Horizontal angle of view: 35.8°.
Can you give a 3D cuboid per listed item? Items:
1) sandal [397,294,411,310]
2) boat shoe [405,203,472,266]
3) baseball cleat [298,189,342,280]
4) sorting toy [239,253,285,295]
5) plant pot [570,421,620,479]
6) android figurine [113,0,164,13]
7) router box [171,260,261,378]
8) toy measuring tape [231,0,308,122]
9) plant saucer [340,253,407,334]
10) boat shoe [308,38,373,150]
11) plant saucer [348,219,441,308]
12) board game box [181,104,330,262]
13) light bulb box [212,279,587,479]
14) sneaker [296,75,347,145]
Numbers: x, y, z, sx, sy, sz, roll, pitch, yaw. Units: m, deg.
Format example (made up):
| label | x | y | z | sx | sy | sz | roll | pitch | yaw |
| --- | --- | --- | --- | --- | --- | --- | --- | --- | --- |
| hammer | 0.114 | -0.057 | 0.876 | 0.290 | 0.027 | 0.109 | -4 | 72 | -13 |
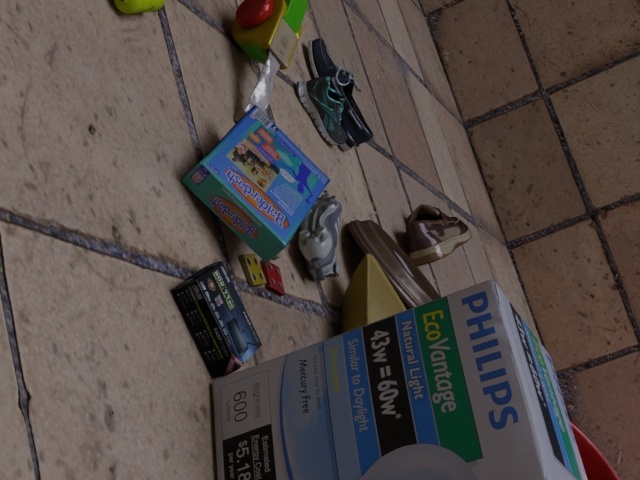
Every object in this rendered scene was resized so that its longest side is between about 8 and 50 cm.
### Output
| label | x | y | z | sx | sy | sz | roll | pitch | yaw |
| --- | --- | --- | --- | --- | --- | --- | --- | --- | --- |
| sandal | 0.222 | 0.230 | 1.947 | 0.302 | 0.086 | 0.120 | 64 | 18 | -12 |
| boat shoe | 0.267 | -0.031 | 2.338 | 0.123 | 0.123 | 0.342 | 68 | 24 | -3 |
| baseball cleat | 0.000 | 0.000 | 1.647 | 0.206 | 0.072 | 0.109 | -69 | 150 | -62 |
| sorting toy | -0.089 | -0.049 | 1.458 | 0.132 | 0.046 | 0.274 | 39 | 34 | -55 |
| plant pot | 0.367 | 0.465 | 1.751 | 0.275 | 0.243 | 0.275 | 36 | 25 | -20 |
| android figurine | -0.285 | -0.420 | 1.318 | 0.248 | 0.056 | 0.273 | 65 | 18 | -9 |
| router box | -0.124 | 0.095 | 1.201 | 0.122 | 0.038 | 0.092 | 65 | 17 | -6 |
| toy measuring tape | -0.111 | -0.312 | 1.672 | 0.121 | 0.121 | 0.330 | 50 | 48 | -43 |
| plant saucer | 0.120 | 0.242 | 1.655 | 0.332 | 0.081 | 0.332 | 57 | 22 | -30 |
| boat shoe | 0.041 | -0.316 | 2.083 | 0.095 | 0.079 | 0.254 | 21 | 50 | -66 |
| plant saucer | 0.156 | 0.062 | 1.889 | 0.278 | 0.041 | 0.278 | 48 | 9 | -10 |
| board game box | -0.084 | -0.084 | 1.384 | 0.160 | 0.047 | 0.210 | 45 | 32 | -8 |
| light bulb box | 0.098 | 0.290 | 1.083 | 0.225 | 0.361 | 0.357 | 47 | 27 | -48 |
| sneaker | 0.020 | -0.257 | 1.962 | 0.166 | 0.076 | 0.065 | 53 | 24 | -39 |
